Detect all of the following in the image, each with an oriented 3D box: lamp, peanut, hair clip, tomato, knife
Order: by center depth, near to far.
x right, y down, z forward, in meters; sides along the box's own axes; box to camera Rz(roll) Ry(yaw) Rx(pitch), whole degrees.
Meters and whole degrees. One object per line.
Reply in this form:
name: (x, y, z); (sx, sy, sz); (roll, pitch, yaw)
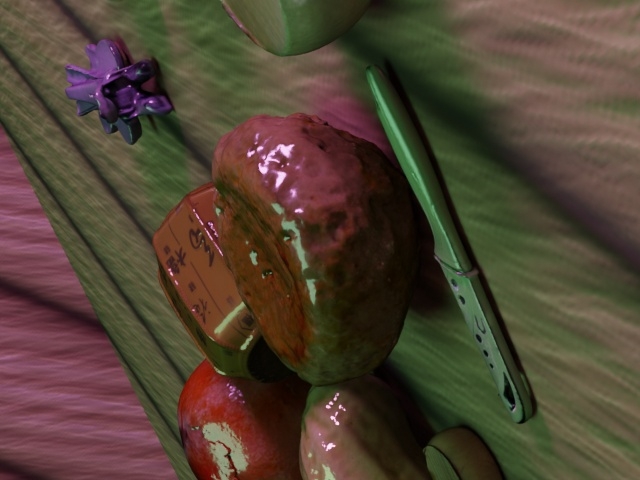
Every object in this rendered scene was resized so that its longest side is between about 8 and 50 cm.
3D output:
knife: (0.095, 0.006, 0.922); (0.293, 0.020, 0.043); (65, 160, -7)
peanut: (0.060, 0.234, 1.167); (0.256, 0.124, 0.123); (57, 161, 28)
lamp: (-0.069, 0.038, 1.216); (0.185, 0.161, 0.161); (52, 159, 35)
tomato: (-0.057, 0.202, 1.347); (0.208, 0.184, 0.208); (52, 157, 32)
hair clip: (-0.256, -0.180, 1.564); (0.278, 0.090, 0.137); (30, 141, 68)

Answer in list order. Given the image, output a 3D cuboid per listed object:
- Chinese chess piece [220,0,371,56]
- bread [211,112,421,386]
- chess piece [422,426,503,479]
Chinese chess piece: (-0.038, -0.217, 0.845); (0.188, 0.083, 0.188); (57, 169, 17)
bread: (0.000, 0.000, 1.015); (0.230, 0.123, 0.230); (55, 157, 38)
chess piece: (0.124, 0.202, 1.079); (0.083, 0.038, 0.083); (53, 161, 27)
